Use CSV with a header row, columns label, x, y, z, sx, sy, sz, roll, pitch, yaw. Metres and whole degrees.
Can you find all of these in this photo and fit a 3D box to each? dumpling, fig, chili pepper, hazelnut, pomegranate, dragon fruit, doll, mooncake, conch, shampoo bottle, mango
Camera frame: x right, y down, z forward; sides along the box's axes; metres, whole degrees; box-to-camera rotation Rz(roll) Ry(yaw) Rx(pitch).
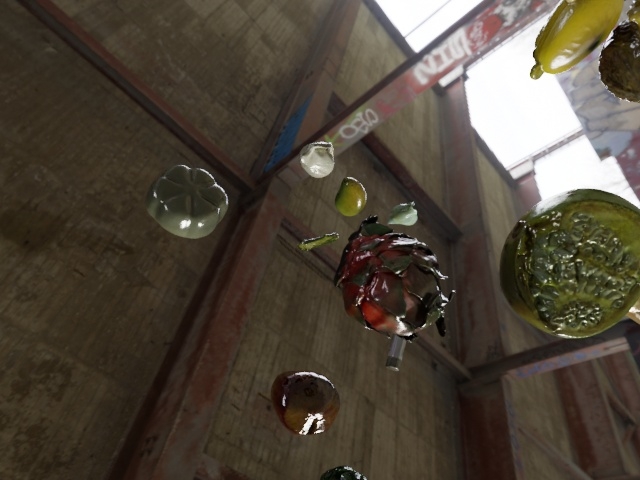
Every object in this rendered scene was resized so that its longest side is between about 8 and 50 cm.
label,x,y,z,sx,sy,sz,roll,pitch,yaw
dumpling,-0.007,-0.295,1.650,0.118,0.136,0.199,52,-166,17
fig,0.991,-0.504,1.385,0.286,0.286,0.368,40,-124,-26
chili pepper,0.065,0.674,1.291,0.098,0.224,0.060,-20,-103,-28
hazelnut,-0.059,0.537,1.561,0.252,0.217,0.217,37,-141,-33
pomegranate,0.551,0.059,0.980,0.359,0.309,0.216,28,-176,-7
dragon fruit,0.115,0.069,0.755,0.182,0.182,0.188,26,-165,-39
doll,0.804,-0.694,1.343,0.161,0.424,0.348,58,173,39
mooncake,-0.457,-0.141,1.600,0.275,0.135,0.274,16,-129,-21
conch,0.292,-0.084,1.647,0.065,0.180,0.088,-34,-91,-31
shampoo bottle,0.303,0.383,1.774,0.086,0.056,0.227,80,-153,-67
mango,0.121,-0.167,1.836,0.122,0.191,0.085,33,-120,7

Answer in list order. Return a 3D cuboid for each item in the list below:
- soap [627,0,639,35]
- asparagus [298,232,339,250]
label,x,y,z,sx,sy,sz,roll,pitch,yaw
soap,0.712,-0.409,0.769,0.259,0.281,0.142,26,-118,-31
asparagus,0.000,0.001,1.093,0.108,0.021,0.025,-17,-73,-20
